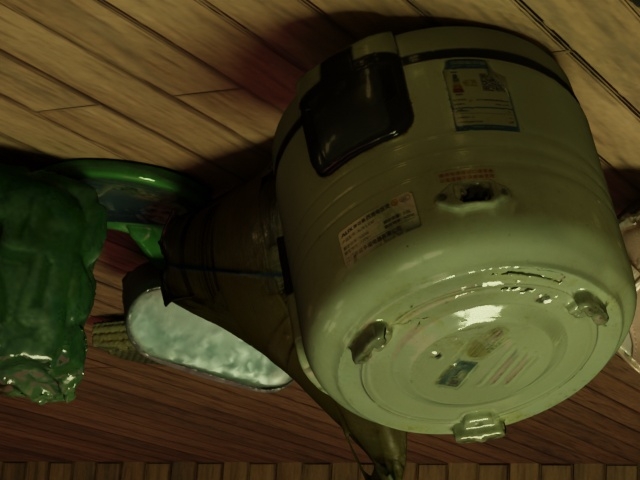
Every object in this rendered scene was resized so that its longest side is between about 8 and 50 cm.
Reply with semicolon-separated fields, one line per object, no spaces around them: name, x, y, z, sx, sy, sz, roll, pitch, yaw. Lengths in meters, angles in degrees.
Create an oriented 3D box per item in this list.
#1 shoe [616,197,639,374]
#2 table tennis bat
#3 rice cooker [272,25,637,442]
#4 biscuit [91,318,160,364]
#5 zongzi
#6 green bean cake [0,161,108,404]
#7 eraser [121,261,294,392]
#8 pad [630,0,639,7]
shoe;0.327;0.037;1.452;0.198;0.172;0.351;38;-168;10
table tennis bat;-0.165;-0.022;1.578;0.160;0.039;0.257;4;164;11
rice cooker;0.077;-0.012;1.129;0.226;0.244;0.226;-5;144;-4
biscuit;-0.139;0.122;2.110;0.252;0.052;0.150;-5;164;33
zongzi;-0.029;0.085;1.404;0.123;0.289;0.260;8;158;-37
green bean cake;-0.344;0.073;1.425;0.308;0.300;0.169;13;164;-12
eraser;-0.110;0.079;1.714;0.174;0.081;0.227;15;-176;-8
pad;0.212;-0.156;0.993;0.116;0.004;0.193;-7;161;36
